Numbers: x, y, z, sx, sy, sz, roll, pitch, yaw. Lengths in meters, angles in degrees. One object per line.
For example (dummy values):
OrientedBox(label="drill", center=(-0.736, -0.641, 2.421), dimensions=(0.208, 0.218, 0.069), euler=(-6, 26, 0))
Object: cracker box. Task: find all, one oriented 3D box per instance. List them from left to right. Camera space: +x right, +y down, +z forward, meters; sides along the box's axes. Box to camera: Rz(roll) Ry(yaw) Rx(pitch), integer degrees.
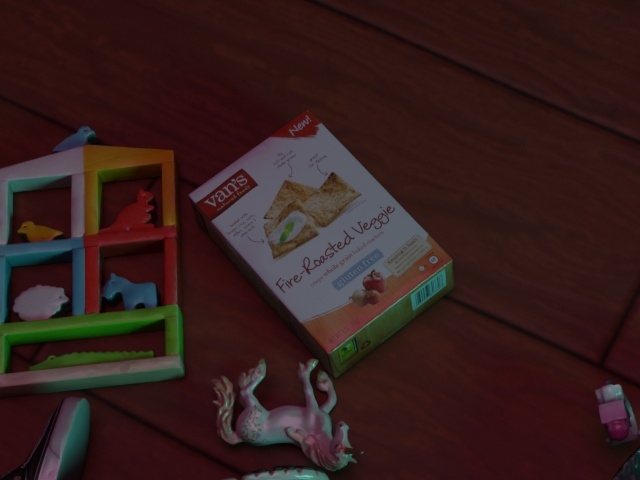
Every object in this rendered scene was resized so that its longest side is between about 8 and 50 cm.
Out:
OrientedBox(label="cracker box", center=(0.000, 0.000, 1.693), dimensions=(0.156, 0.067, 0.232), euler=(-37, 64, -13))

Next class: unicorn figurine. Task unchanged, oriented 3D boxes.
OrientedBox(label="unicorn figurine", center=(-0.024, 0.167, 1.620), dimensions=(0.162, 0.060, 0.111), euler=(-9, 61, 20))

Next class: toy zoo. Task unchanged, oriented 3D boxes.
OrientedBox(label="toy zoo", center=(-0.237, 0.011, 1.737), dimensions=(0.192, 0.030, 0.293), euler=(-6, 62, 4))

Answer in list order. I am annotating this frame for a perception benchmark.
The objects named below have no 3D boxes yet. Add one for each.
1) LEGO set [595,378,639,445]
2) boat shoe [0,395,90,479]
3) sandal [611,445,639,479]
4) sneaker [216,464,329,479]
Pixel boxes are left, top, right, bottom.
OrientedBox(label="LEGO set", center=(0.398, 0.150, 1.530), dimensions=(0.287, 0.132, 0.107), euler=(-19, 65, 22))
OrientedBox(label="boat shoe", center=(-0.275, 0.243, 1.593), dimensions=(0.070, 0.078, 0.219), euler=(12, 66, 12))
OrientedBox(label="sandal", center=(0.266, 0.354, 1.415), dimensions=(0.168, 0.107, 0.445), euler=(25, 76, 8))
OrientedBox(label="sneaker", center=(-0.115, 0.284, 1.542), dimensions=(0.279, 0.107, 0.118), euler=(-15, 71, 2))
